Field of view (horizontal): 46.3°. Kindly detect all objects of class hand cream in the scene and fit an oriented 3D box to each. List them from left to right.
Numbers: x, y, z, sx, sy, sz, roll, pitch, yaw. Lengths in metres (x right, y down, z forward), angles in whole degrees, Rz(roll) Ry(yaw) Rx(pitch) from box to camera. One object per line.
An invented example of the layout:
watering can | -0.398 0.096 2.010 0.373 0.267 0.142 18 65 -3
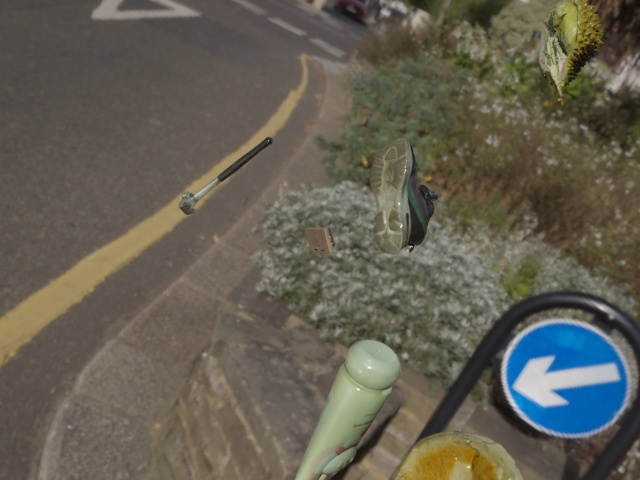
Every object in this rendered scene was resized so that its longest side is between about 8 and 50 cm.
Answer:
hand cream | 0.038 0.306 1.263 0.093 0.306 0.147 37 27 28

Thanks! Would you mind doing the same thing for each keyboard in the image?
keyboard | 0.000 0.000 1.486 0.017 0.055 0.166 -13 4 -13

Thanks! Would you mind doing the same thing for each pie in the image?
pie | 0.288 0.548 1.526 0.077 0.339 0.339 -2 34 -43

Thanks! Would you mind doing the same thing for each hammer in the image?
hammer | -0.197 -0.136 1.553 0.029 0.246 0.103 49 15 -21

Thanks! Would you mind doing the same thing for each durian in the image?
durian | 0.453 -0.340 1.337 0.102 0.208 0.146 12 -13 -8

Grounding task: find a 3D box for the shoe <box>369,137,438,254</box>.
shoe | 0.132 -0.063 1.102 0.099 0.169 0.071 1 0 -38
